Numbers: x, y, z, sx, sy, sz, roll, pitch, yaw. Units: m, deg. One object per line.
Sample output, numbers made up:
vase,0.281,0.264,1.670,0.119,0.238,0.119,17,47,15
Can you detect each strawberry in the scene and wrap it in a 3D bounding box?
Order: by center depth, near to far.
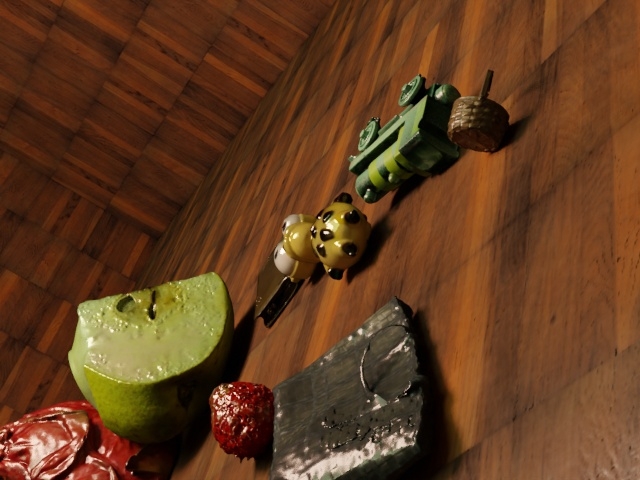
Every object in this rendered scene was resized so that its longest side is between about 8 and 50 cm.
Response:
strawberry,-0.095,0.220,1.167,0.106,0.106,0.106,-53,14,20

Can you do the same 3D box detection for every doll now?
doll,-0.001,0.000,1.334,0.291,0.086,0.117,167,116,-71

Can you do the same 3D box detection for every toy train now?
toy train,0.107,-0.123,1.231,0.200,0.083,0.132,-43,23,50

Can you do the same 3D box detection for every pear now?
pear,-0.263,0.216,1.572,0.282,0.287,0.176,-119,19,-52

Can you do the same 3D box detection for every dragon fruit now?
dragon fruit,-0.416,0.401,1.578,0.302,0.330,0.240,-166,85,-74

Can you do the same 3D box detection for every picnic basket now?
picnic basket,0.179,-0.146,1.038,0.072,0.072,0.083,-28,42,65

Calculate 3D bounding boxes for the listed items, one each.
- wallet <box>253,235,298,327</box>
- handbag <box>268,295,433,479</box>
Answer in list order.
wallet,-0.070,0.060,1.563,0.110,0.031,0.198,-55,13,17
handbag,0.035,0.161,0.889,0.175,0.089,0.270,-46,17,17
